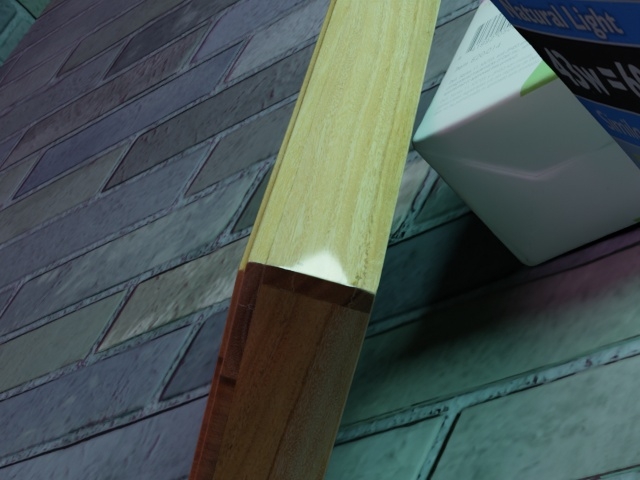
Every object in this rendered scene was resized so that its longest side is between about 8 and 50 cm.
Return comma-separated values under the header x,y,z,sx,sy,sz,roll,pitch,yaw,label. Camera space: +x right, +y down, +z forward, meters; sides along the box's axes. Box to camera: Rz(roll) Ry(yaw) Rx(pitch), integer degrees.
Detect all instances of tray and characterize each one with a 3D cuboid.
x,y,z,sx,sy,sz,roll,pitch,yaw,label
0.000,0.000,1.176,0.411,0.076,0.203,-73,-2,-60,tray

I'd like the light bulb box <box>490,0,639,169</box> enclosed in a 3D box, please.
x,y,z,sx,sy,sz,roll,pitch,yaw,label
0.244,-0.101,0.662,0.225,0.361,0.358,-47,20,-7,light bulb box

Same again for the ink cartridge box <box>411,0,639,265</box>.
x,y,z,sx,sy,sz,roll,pitch,yaw,label
0.214,-0.170,1.206,0.207,0.119,0.353,-25,29,45,ink cartridge box
